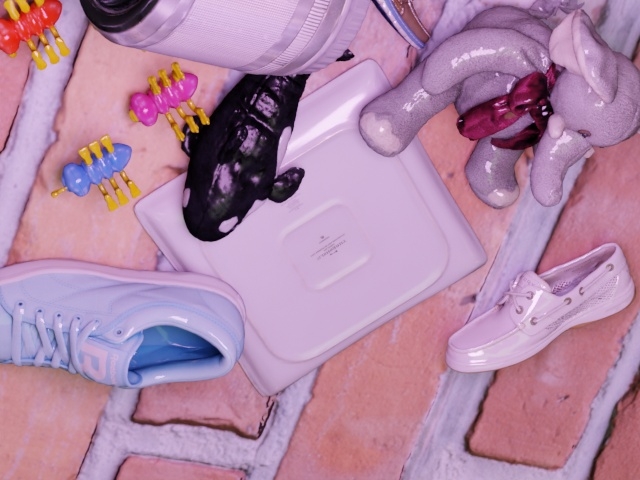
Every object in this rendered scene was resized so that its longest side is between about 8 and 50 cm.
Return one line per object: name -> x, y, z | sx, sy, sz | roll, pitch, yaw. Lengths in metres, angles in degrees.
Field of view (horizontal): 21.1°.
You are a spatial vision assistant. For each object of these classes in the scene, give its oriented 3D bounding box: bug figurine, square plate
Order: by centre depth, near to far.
bug figurine -> -0.251, -0.184, 1.958 | 0.216, 0.072, 0.279 | -27, 116, -10
square plate -> 0.000, 0.000, 2.143 | 0.347, 0.049, 0.344 | -32, 121, 0

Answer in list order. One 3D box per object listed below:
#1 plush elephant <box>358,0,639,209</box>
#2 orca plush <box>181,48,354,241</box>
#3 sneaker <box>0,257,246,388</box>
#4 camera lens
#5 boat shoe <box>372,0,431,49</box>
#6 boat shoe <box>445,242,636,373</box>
plush elephant -> 0.268, -0.155, 2.014 | 0.272, 0.255, 0.330 | 32, 98, -42
orca plush -> -0.069, -0.120, 1.996 | 0.287, 0.102, 0.151 | -43, 93, 5
sneaker -> -0.268, 0.108, 2.039 | 0.366, 0.150, 0.135 | -3, 116, -5
camera lens -> -0.107, -0.297, 1.830 | 0.274, 0.219, 0.219 | 8, 114, -40
boat shoe -> 0.085, -0.303, 2.006 | 0.066, 0.066, 0.183 | -38, 121, 2
boat shoe -> 0.279, 0.080, 2.248 | 0.277, 0.098, 0.096 | -26, 121, -14
